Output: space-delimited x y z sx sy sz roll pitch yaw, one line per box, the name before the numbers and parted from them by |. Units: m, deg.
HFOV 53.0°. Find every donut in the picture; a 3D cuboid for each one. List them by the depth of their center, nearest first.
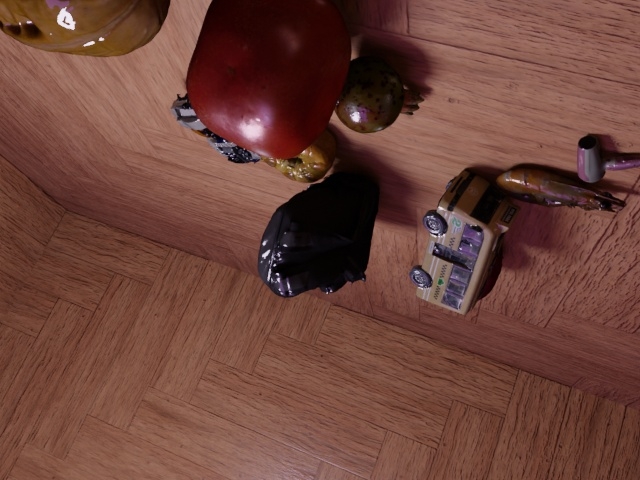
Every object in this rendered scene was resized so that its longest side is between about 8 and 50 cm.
donut | -0.064 -0.248 1.722 0.226 0.114 0.227 21 163 7

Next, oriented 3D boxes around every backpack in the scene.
backpack | 0.000 0.000 1.799 0.254 0.445 0.364 22 119 30

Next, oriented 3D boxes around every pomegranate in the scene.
pomegranate | 0.117 -0.296 1.324 0.204 0.159 0.159 0 174 -28

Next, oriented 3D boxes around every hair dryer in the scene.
hair dryer | 0.596 -0.164 1.283 0.154 0.054 0.106 3 151 24

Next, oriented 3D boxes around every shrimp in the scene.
shrimp | 0.546 -0.101 1.475 0.287 0.063 0.152 19 164 24

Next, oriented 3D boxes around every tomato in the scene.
tomato | -0.094 -0.319 1.196 0.293 0.325 0.289 38 -150 15

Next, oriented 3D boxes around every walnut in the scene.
walnut | -0.470 -0.499 1.186 0.397 0.308 0.354 14 163 30

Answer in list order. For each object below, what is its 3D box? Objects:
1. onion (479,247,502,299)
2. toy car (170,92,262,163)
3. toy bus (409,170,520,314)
onion | 0.436 0.082 1.916 0.216 0.207 0.206 18 166 -3
toy car | -0.266 -0.310 1.799 0.193 0.118 0.301 7 157 36
toy bus | 0.367 0.011 1.658 0.201 0.177 0.366 26 141 19
